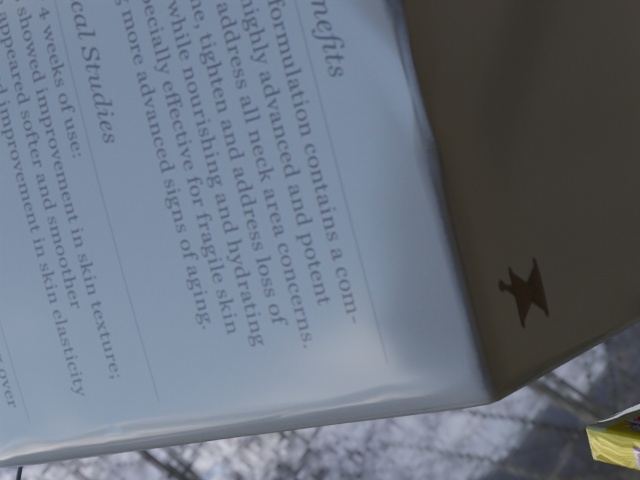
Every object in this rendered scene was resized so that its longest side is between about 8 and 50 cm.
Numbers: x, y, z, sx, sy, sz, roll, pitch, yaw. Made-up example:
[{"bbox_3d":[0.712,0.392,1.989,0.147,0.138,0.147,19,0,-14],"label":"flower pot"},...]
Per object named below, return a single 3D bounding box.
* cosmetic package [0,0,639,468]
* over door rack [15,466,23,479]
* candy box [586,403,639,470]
[{"bbox_3d":[-0.015,-0.068,0.955,0.327,0.393,0.330,-17,-86,-53],"label":"cosmetic package"},{"bbox_3d":[-0.404,0.216,1.608,0.239,0.108,0.324,30,-127,-58],"label":"over door rack"},{"bbox_3d":[0.245,0.105,0.794,0.105,0.027,0.206,-20,10,-25],"label":"candy box"}]
